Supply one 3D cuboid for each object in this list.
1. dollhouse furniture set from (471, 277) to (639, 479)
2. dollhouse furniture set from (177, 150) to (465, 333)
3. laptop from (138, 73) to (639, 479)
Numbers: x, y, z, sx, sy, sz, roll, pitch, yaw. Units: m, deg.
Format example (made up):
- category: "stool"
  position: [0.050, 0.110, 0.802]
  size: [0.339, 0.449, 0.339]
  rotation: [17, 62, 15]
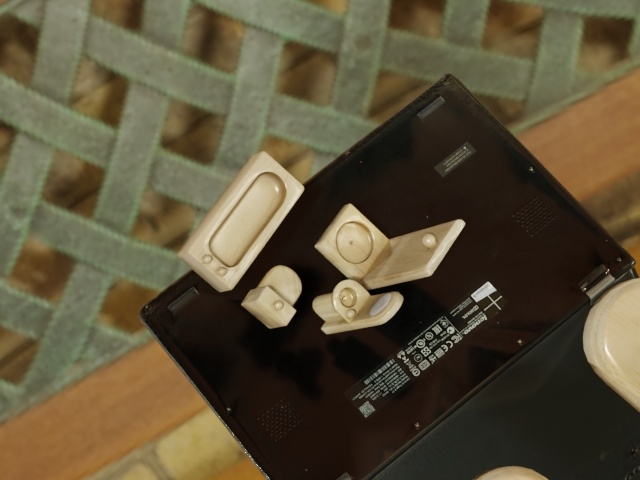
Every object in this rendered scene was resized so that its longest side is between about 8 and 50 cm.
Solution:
- category: "dollhouse furniture set"
  position: [0.215, -0.001, 0.633]
  size: [0.394, 0.256, 0.362]
  rotation: [-52, 4, -15]
- category: "dollhouse furniture set"
  position: [0.000, 0.000, 1.182]
  size: [0.144, 0.151, 0.123]
  rotation: [-55, 17, -23]
- category: "laptop"
  position: [0.112, 0.134, 1.387]
  size: [0.382, 0.236, 0.408]
  rotation: [-38, 70, -10]
